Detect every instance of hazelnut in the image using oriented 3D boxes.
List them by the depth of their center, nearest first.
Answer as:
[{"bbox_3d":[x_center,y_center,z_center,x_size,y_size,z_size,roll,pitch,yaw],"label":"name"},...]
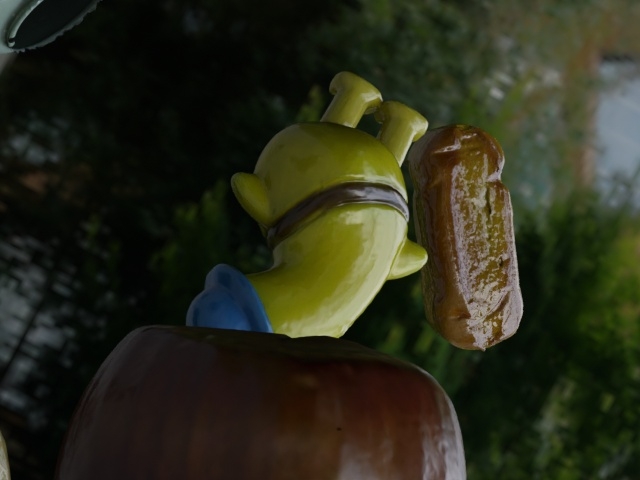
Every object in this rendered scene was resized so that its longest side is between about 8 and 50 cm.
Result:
[{"bbox_3d":[-0.032,0.141,0.939,0.181,0.212,0.181,-32,130,-85],"label":"hazelnut"}]

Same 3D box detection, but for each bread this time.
[{"bbox_3d":[0.156,-0.003,1.958,0.094,0.102,0.246,-168,-108,-78],"label":"bread"}]

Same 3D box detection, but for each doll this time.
[{"bbox_3d":[0.000,0.000,1.683,0.363,0.199,0.145,-64,-176,-32],"label":"doll"}]

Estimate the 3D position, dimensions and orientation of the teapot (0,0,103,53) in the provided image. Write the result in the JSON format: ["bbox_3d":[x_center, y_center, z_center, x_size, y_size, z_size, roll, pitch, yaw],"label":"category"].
[{"bbox_3d":[-0.237,-0.223,1.430,0.294,0.129,0.193,-35,171,-24],"label":"teapot"}]

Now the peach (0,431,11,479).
[{"bbox_3d":[-0.382,0.220,1.438,0.292,0.247,0.292,-32,-164,10],"label":"peach"}]
